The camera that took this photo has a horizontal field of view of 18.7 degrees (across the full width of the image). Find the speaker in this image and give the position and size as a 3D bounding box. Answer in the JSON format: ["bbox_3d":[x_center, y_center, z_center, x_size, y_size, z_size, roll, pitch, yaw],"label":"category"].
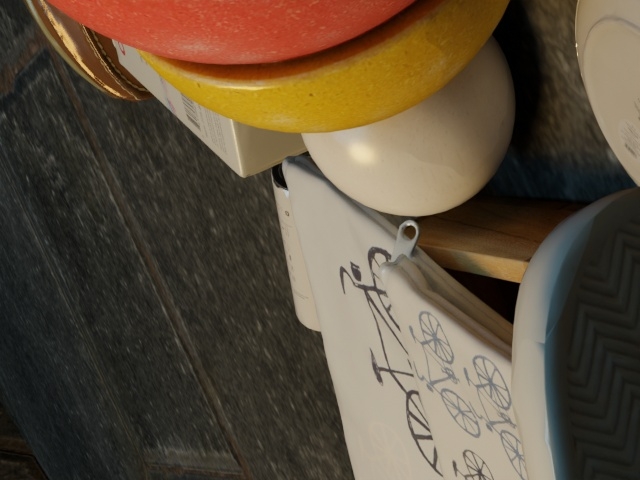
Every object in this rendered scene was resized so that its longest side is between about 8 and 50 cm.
[{"bbox_3d":[0.000,0.000,1.375,0.055,0.055,0.136,47,155,44],"label":"speaker"}]

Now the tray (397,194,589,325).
[{"bbox_3d":[0.173,0.177,1.099,0.203,0.076,0.411,10,123,69],"label":"tray"}]

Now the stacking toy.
[{"bbox_3d":[-0.016,-0.161,0.910,0.350,0.350,0.480,48,171,42],"label":"stacking toy"}]

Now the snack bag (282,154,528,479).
[{"bbox_3d":[0.077,0.134,1.135,0.342,0.037,0.323,43,152,50],"label":"snack bag"}]

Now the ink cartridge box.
[{"bbox_3d":[-0.076,-0.162,1.312,0.212,0.093,0.154,40,149,49],"label":"ink cartridge box"}]

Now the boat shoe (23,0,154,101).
[{"bbox_3d":[-0.172,-0.256,1.419,0.120,0.122,0.324,13,128,64],"label":"boat shoe"}]

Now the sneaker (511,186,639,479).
[{"bbox_3d":[0.101,0.123,0.591,0.169,0.108,0.292,2,117,66],"label":"sneaker"}]

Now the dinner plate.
[{"bbox_3d":[0.157,-0.063,0.915,0.141,0.017,0.141,55,161,29],"label":"dinner plate"}]
